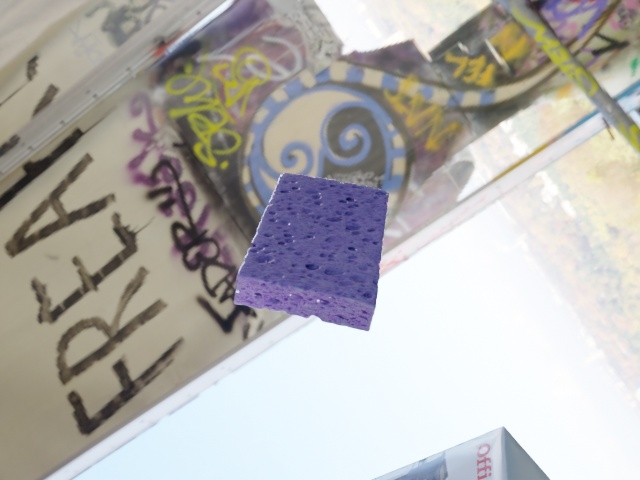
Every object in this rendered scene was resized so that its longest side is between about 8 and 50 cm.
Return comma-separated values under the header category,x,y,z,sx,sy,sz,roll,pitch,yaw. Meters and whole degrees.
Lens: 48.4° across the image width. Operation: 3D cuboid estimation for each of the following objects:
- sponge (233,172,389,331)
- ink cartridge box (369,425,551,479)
category,x,y,z,sx,sy,sz,roll,pitch,yaw
sponge,0.000,0.000,0.663,0.210,0.117,0.031,-74,-6,-59
ink cartridge box,0.097,0.297,0.650,0.100,0.237,0.172,50,-154,-17
